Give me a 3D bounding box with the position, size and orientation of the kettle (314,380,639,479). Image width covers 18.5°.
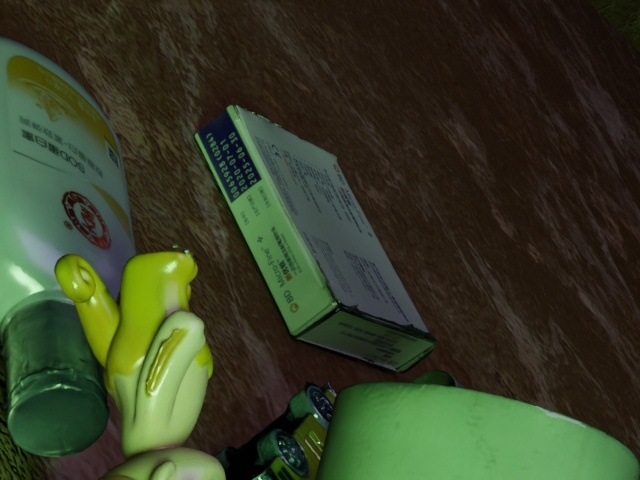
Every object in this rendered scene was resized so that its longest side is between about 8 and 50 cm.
[{"bbox_3d":[0.061,0.224,1.014,0.240,0.165,0.255,79,23,-70],"label":"kettle"}]

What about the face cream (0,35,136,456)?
[{"bbox_3d":[-0.159,0.001,1.120,0.144,0.071,0.291,41,23,-34],"label":"face cream"}]

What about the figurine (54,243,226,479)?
[{"bbox_3d":[-0.083,0.129,0.955,0.156,0.131,0.246,109,-20,-63],"label":"figurine"}]

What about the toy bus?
[{"bbox_3d":[-0.019,0.159,1.155,0.101,0.088,0.175,53,18,-3],"label":"toy bus"}]

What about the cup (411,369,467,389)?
[{"bbox_3d":[0.108,0.149,1.539,0.083,0.054,0.075,39,22,-43],"label":"cup"}]

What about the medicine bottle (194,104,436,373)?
[{"bbox_3d":[0.000,0.000,1.545,0.171,0.052,0.201,22,35,-58],"label":"medicine bottle"}]
